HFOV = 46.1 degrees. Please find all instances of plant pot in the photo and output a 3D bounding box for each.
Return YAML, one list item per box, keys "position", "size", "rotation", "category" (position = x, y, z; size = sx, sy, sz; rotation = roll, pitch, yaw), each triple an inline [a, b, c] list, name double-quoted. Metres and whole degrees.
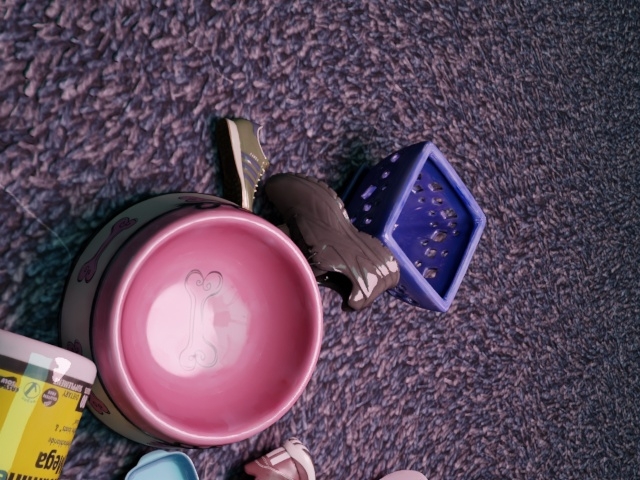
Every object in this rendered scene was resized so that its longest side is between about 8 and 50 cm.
- position: [0.147, -0.022, 1.446]
  size: [0.236, 0.212, 0.236]
  rotation: [47, 59, -31]
  category: "plant pot"

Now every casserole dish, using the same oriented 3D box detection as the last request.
- position: [-0.238, 0.418, 1.169]
  size: [0.114, 0.037, 0.188]
  rotation: [-17, 87, -27]
  category: "casserole dish"

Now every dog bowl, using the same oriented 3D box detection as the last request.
- position: [-0.173, 0.125, 1.138]
  size: [0.408, 0.150, 0.408]
  rotation: [1, 89, -31]
  category: "dog bowl"

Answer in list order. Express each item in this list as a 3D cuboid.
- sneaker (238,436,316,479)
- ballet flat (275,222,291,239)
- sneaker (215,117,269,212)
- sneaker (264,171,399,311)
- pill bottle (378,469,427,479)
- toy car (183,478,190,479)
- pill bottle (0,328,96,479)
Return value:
- position: [-0.085, 0.495, 1.317]
  size: [0.162, 0.106, 0.281]
  rotation: [-14, 102, -25]
  category: "sneaker"
- position: [-0.065, 0.025, 1.340]
  size: [0.087, 0.083, 0.247]
  rotation: [41, 62, -25]
  category: "ballet flat"
- position: [-0.122, -0.118, 1.298]
  size: [0.086, 0.064, 0.192]
  rotation: [-9, 92, -38]
  category: "sneaker"
- position: [0.000, 0.000, 1.273]
  size: [0.286, 0.109, 0.130]
  rotation: [43, 61, 10]
  category: "sneaker"
- position: [0.201, 0.622, 1.512]
  size: [0.169, 0.169, 0.301]
  rotation: [-35, 112, -38]
  category: "pill bottle"
- position: [-0.229, 0.442, 1.204]
  size: [0.060, 0.040, 0.122]
  rotation: [-6, 94, -43]
  category: "toy car"
- position: [-0.422, 0.284, 0.929]
  size: [0.188, 0.188, 0.334]
  rotation: [30, 70, -39]
  category: "pill bottle"
